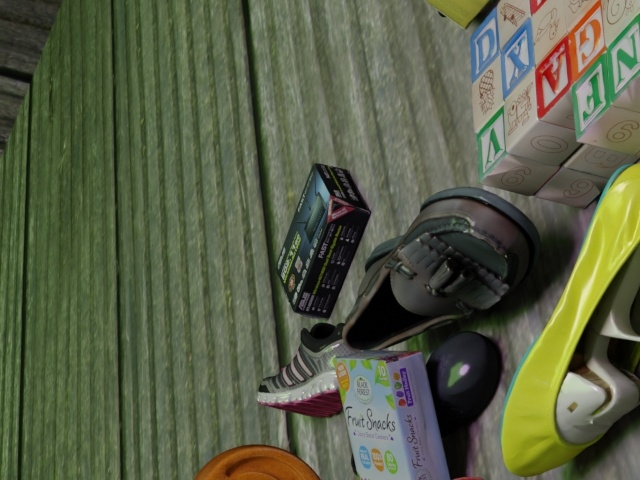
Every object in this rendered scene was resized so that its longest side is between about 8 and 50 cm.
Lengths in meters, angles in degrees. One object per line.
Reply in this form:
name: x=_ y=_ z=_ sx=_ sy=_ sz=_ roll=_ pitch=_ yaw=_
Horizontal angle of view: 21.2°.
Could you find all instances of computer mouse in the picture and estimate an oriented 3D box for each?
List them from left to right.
computer mouse: x=0.071 y=0.136 z=1.365 sx=0.242 sy=0.041 sz=0.071 roll=130 pitch=146 yaw=-52

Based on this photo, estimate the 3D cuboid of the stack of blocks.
stack of blocks: x=0.206 y=-0.135 z=1.102 sx=0.297 sy=0.087 sz=0.171 roll=131 pitch=146 yaw=-52

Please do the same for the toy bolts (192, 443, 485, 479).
toy bolts: x=0.017 y=0.235 z=1.182 sx=0.218 sy=0.228 sz=0.158 roll=64 pitch=163 yaw=12

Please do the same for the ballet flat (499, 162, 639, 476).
ballet flat: x=0.181 y=0.062 z=1.082 sx=0.077 sy=0.077 sz=0.231 roll=39 pitch=114 yaw=49

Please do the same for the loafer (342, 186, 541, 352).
loafer: x=0.085 y=0.035 z=1.289 sx=0.084 sy=0.096 sz=0.267 roll=-55 pitch=5 yaw=-19

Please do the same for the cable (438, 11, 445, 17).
cable: x=0.132 y=-0.272 z=1.439 sx=0.150 sy=0.047 sz=0.184 roll=143 pitch=138 yaw=-60

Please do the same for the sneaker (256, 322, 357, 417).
sneaker: x=-0.002 y=0.114 z=1.543 sx=0.170 sy=0.063 sz=0.075 roll=-25 pitch=55 yaw=59

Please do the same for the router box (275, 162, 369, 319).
router box: x=0.000 y=0.000 z=1.636 sx=0.092 sy=0.038 sz=0.122 roll=-116 pitch=43 yaw=-60

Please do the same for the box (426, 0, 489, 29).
box: x=0.132 y=-0.228 z=1.247 sx=0.087 sy=0.058 sz=0.232 roll=-53 pitch=3 yaw=-12

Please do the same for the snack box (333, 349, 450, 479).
snack box: x=0.057 y=0.156 z=1.316 sx=0.100 sy=0.037 sz=0.141 roll=-7 pitch=95 yaw=66
